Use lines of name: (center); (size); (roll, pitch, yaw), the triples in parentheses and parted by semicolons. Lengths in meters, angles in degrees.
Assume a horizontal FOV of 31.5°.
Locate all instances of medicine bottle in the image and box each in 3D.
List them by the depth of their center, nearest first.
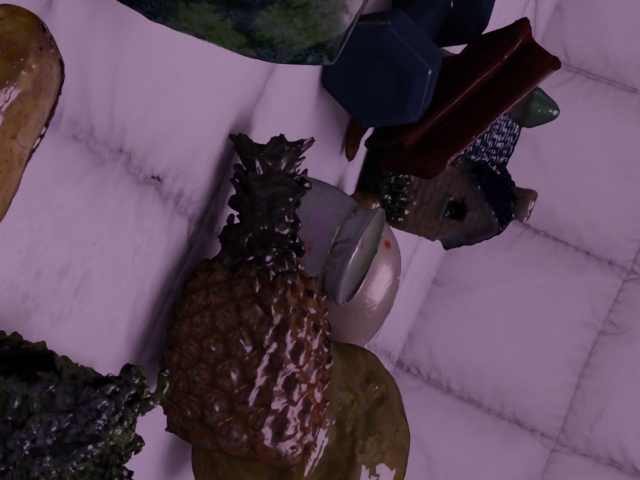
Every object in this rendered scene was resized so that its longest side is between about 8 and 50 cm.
medicine bottle: (0.000, 0.000, 1.496); (0.147, 0.143, 0.147); (-58, 164, -27)

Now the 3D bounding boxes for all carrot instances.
carrot: (0.065, -0.189, 1.668); (0.035, 0.036, 0.165); (-44, 157, -58)

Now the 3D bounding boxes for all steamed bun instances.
steamed bun: (0.018, 0.059, 1.644); (0.131, 0.177, 0.228); (2, 128, -40)

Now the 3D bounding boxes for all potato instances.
potato: (-0.214, -0.065, 0.688); (0.107, 0.080, 0.170); (49, 60, -74)

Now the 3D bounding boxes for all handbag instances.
handbag: (0.188, -0.194, 1.602); (0.260, 0.084, 0.275); (-43, -169, -2)

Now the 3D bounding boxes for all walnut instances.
walnut: (-0.025, 0.267, 1.557); (0.253, 0.282, 0.276); (-35, -146, 49)

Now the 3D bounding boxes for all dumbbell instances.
dumbbell: (0.128, -0.284, 1.526); (0.316, 0.156, 0.143); (-53, 131, -46)

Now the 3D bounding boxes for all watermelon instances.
watermelon: (-0.040, -0.267, 0.878); (0.261, 0.213, 0.201); (-62, -177, 3)

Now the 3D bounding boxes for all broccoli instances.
broccoli: (-0.215, 0.156, 0.989); (0.304, 0.165, 0.145); (29, 77, -88)

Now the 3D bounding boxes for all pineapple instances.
pineapple: (-0.070, 0.058, 1.261); (0.202, 0.202, 0.361); (-26, 126, -70)

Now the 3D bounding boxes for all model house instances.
model house: (0.243, -0.146, 1.924); (0.243, 0.284, 0.298); (-50, 159, -65)

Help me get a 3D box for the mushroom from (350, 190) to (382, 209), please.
mushroom: (0.043, 0.000, 1.812); (0.094, 0.072, 0.209); (-46, 159, -51)
